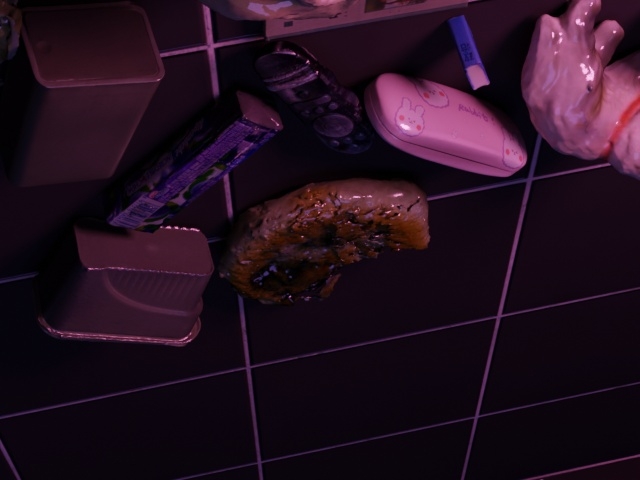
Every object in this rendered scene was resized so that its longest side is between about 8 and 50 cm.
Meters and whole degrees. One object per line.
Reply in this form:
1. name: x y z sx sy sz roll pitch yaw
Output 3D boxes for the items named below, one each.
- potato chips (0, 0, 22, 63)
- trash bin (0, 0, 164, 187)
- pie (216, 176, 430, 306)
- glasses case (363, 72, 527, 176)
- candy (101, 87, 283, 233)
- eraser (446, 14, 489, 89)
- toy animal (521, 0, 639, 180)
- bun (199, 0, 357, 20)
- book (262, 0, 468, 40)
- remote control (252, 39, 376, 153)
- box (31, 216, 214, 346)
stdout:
1. potato chips: -0.520 -0.268 1.594 0.373 0.097 0.389 -10 150 -25
2. trash bin: -0.316 -0.178 1.813 0.164 0.122 0.240 -7 153 -27
3. pie: 0.000 0.000 2.318 0.371 0.078 0.296 -30 146 28
4. glasses case: 0.184 -0.165 2.073 0.297 0.113 0.075 13 140 -40
5. candy: -0.186 -0.109 2.059 0.312 0.061 0.088 -34 146 33
6. eraser: 0.201 -0.256 1.952 0.027 0.085 0.063 -21 151 11
7. toy animal: 0.417 -0.197 2.042 0.266 0.188 0.308 -12 145 -8
8. bun: -0.029 -0.370 1.521 0.365 0.219 0.365 -11 147 -7
9. book: 0.065 -0.341 1.808 0.282 0.025 0.215 -12 152 -8
10. remote control: -0.007 -0.207 1.975 0.090 0.066 0.266 -17 147 22
11. box: -0.295 0.066 2.246 0.274 0.138 0.178 4 142 -30
